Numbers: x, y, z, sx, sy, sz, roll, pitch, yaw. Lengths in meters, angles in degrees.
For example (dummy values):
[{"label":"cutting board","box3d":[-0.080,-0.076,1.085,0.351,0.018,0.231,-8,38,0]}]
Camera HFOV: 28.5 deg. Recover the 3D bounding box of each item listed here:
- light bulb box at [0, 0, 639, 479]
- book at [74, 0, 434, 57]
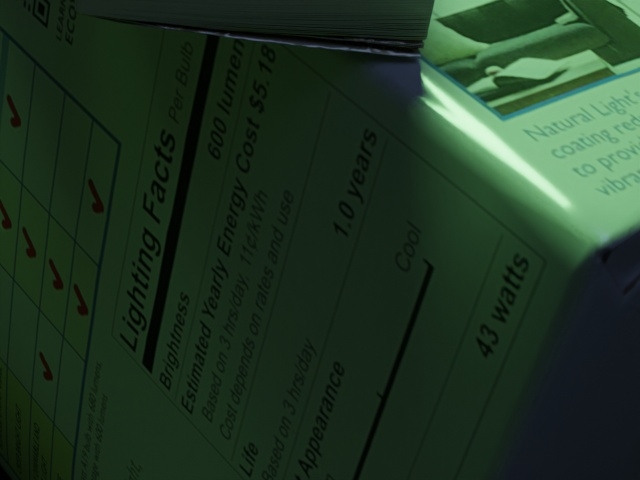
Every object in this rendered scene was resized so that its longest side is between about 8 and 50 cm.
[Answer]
[{"label":"light bulb box","box3d":[0.000,0.000,0.560,0.225,0.358,0.361,-20,50,-37]},{"label":"book","box3d":[-0.021,-0.111,0.382,0.096,0.035,0.144,3,41,-6]}]
